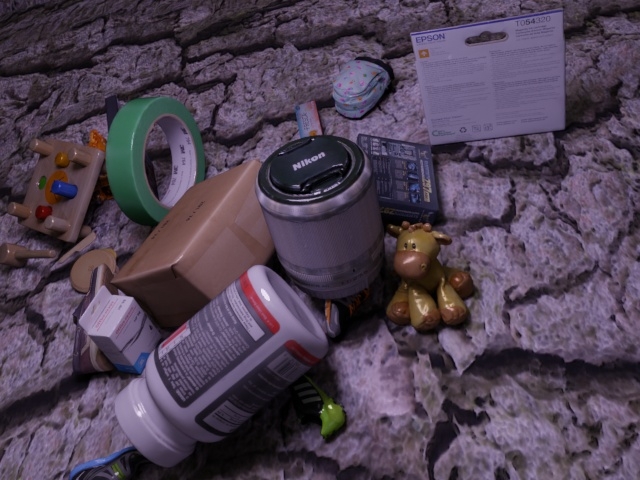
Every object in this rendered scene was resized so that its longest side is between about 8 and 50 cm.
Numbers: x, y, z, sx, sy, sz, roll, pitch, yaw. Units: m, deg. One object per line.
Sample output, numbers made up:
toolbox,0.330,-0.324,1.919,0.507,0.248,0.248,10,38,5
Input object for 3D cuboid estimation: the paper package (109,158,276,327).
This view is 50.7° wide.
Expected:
paper package,-0.245,0.012,1.469,0.310,0.168,0.324,-14,36,48

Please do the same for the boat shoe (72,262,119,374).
boat shoe,-0.515,0.174,1.531,0.093,0.102,0.285,-15,52,2

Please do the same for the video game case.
video game case,-0.495,-0.216,1.795,0.035,0.248,0.274,-21,44,-3

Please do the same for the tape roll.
tape roll,-0.402,-0.195,1.686,0.077,0.321,0.321,2,49,21

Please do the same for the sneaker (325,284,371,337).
sneaker,0.062,0.105,1.400,0.083,0.084,0.214,15,59,9

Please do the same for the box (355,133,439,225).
box,0.171,-0.144,1.563,0.184,0.059,0.232,8,47,-7

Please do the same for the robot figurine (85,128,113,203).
robot figurine,-0.628,-0.220,1.965,0.211,0.085,0.290,-14,44,10

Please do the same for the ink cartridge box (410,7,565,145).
ink cartridge box,0.393,-0.377,1.560,0.324,0.330,0.071,-4,47,16

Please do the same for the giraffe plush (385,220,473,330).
giraffe plush,0.202,0.050,1.331,0.182,0.170,0.210,-11,45,11

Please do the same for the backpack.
backpack,0.105,-0.425,1.870,0.152,0.115,0.182,18,59,30

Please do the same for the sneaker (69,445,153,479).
sneaker,-0.373,0.435,1.262,0.188,0.067,0.078,-21,65,-2

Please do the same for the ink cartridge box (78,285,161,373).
ink cartridge box,-0.417,0.189,1.422,0.060,0.180,0.104,4,50,24

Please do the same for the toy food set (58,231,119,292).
toy food set,-0.563,0.077,1.696,0.132,0.038,0.192,-40,58,-12

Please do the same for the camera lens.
camera lens,0.006,-0.048,1.305,0.220,0.274,0.219,-8,44,8

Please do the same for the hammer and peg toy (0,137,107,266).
hammer and peg toy,-0.701,-0.085,1.789,0.266,0.127,0.361,14,85,35

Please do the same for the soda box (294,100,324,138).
soda box,-0.026,-0.302,1.839,0.063,0.058,0.183,-16,43,6

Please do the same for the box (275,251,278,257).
box,0.000,0.000,1.522,0.180,0.077,0.147,-35,46,-15

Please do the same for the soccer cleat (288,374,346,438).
soccer cleat,-0.030,0.296,1.262,0.072,0.060,0.179,-42,50,-18

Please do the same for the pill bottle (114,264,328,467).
pill bottle,-0.182,0.231,1.229,0.363,0.210,0.210,-40,45,5
